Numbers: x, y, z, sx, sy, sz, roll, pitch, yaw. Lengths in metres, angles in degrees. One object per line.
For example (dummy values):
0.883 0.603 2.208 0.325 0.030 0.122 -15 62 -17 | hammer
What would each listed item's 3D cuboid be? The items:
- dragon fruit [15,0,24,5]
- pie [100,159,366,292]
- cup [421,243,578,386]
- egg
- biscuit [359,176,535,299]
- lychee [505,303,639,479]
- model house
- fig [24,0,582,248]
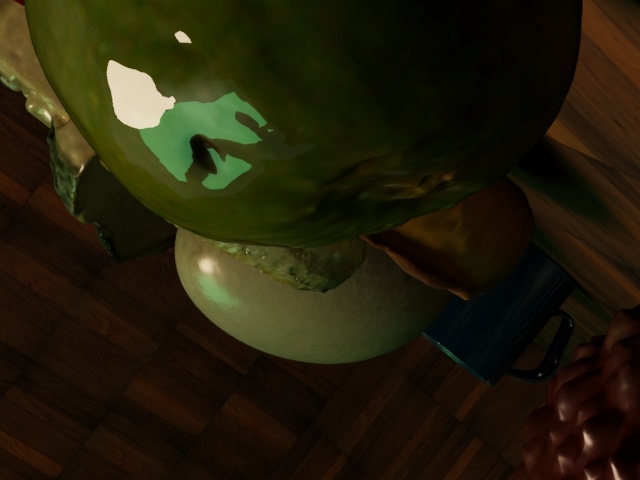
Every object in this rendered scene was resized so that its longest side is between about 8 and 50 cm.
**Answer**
-0.136 -0.189 0.775 0.261 0.189 0.163 -134 23 -65 | dragon fruit
-0.073 -0.070 1.034 0.277 0.078 0.277 40 -167 -12 | pie
0.189 0.076 1.494 0.150 0.138 0.113 38 180 11 | cup
0.000 0.000 1.261 0.218 0.218 0.295 38 -153 30 | egg
0.020 -0.081 0.955 0.296 0.102 0.296 38 -170 -8 | biscuit
0.200 0.154 0.570 0.300 0.264 0.264 62 180 0 | lychee
-0.213 -0.165 1.416 0.266 0.261 0.321 40 176 16 | model house
-0.030 -0.089 0.453 0.233 0.167 0.167 30 178 17 | fig
